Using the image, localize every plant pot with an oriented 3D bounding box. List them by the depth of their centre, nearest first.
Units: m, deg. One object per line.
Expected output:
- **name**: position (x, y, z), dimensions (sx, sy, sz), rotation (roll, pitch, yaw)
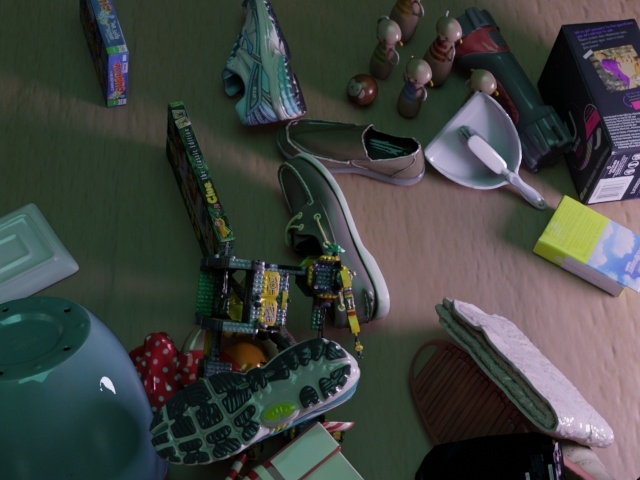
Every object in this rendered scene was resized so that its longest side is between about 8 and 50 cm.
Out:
- **plant pot**: position (-0.361, 0.215, 1.671), dimensions (0.293, 0.235, 0.293), rotation (-5, 31, 3)

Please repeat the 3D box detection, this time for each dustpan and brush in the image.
- **dustpan and brush**: position (0.294, -0.125, 2.153), dimensions (0.211, 0.060, 0.147), rotation (40, 96, -19)

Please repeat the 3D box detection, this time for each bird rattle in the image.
- **bird rattle**: position (-0.141, 0.170, 1.874), dimensions (0.207, 0.143, 0.253), rotation (44, 63, -1)

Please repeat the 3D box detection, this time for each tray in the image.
- **tray**: position (-0.512, 0.045, 1.940), dimensions (0.270, 0.030, 0.145), rotation (-29, 68, -24)

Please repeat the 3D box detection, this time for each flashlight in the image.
- **flashlight**: position (0.315, -0.256, 2.233), dimensions (0.103, 0.103, 0.304), rotation (-28, 70, 2)

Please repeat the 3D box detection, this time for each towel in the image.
- **towel**: position (0.295, 0.188, 1.876), dimensions (0.187, 0.049, 0.282), rotation (20, 22, -49)

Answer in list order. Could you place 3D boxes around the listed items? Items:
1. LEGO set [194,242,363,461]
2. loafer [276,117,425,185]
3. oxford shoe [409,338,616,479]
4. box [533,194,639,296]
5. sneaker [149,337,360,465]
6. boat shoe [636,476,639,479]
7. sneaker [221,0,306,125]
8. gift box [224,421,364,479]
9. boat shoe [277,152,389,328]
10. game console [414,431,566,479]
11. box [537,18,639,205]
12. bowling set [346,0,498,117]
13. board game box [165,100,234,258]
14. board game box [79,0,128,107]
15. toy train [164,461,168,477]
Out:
- **LEGO set**: position (-0.058, 0.151, 1.761), dimensions (0.254, 0.192, 0.331), rotation (15, 85, -18)
- **loafer**: position (0.054, -0.161, 2.129), dimensions (0.251, 0.087, 0.094), rotation (9, 57, -4)
- **oxford shoe**: position (0.286, 0.295, 1.884), dimensions (0.397, 0.140, 0.146), rotation (48, 24, 28)
- **box**: position (0.449, 0.013, 2.114), dimensions (0.178, 0.042, 0.109), rotation (29, 59, 9)
- **sneaker**: position (-0.077, 0.217, 1.630), dimensions (0.275, 0.110, 0.107), rotation (-20, 65, 2)
- **boat shoe**: position (0.589, 0.505, 1.765), dimensions (0.186, 0.156, 0.500), rotation (-26, 82, -34)
- **sneaker**: position (-0.115, -0.307, 2.183), dimensions (0.122, 0.110, 0.283), rotation (-19, 50, 6)
- **gift box**: position (-0.016, 0.391, 1.681), dimensions (0.276, 0.255, 0.258), rotation (-37, 72, -21)
- **boat shoe**: position (0.001, -0.002, 2.010), dimensions (0.091, 0.109, 0.305), rotation (-17, 66, -24)
- **game console**: position (0.241, 0.446, 1.759), dimensions (0.213, 0.044, 0.361), rotation (-14, 71, 28)
- **box**: position (0.486, -0.217, 2.192), dimensions (0.143, 0.165, 0.270), rotation (-7, 59, -13)
- **bowling set**: position (0.151, -0.297, 2.192), dimensions (0.199, 0.154, 0.287), rotation (-28, 66, -24)
- **board game box**: position (-0.188, -0.073, 2.006), dimensions (0.030, 0.136, 0.260), rotation (-15, 61, -14)
- **board game box**: position (-0.359, -0.339, 2.143), dimensions (0.035, 0.136, 0.201), rotation (-12, 62, -17)
- **toy train**: position (-0.322, 0.348, 1.747), dimensions (0.248, 0.105, 0.143), rotation (4, 47, -7)
